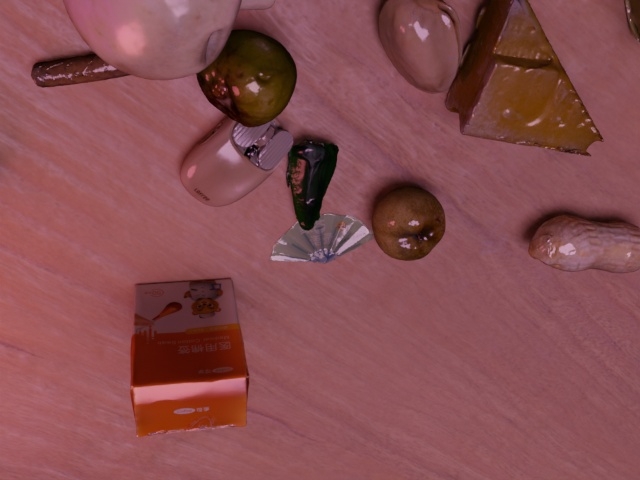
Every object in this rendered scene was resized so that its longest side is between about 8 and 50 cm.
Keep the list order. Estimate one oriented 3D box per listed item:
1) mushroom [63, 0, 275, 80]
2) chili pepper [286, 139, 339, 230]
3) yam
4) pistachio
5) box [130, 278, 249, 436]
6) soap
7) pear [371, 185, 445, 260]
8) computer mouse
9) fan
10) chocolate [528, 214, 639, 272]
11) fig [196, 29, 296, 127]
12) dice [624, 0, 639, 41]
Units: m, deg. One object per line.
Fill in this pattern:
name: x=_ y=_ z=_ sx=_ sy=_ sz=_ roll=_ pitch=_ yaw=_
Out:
mushroom: x=-0.238 y=-0.445 z=1.205 sx=0.353 sy=0.353 sz=0.325 roll=-13 pitch=139 yaw=-4
chili pepper: x=-0.016 y=-0.118 z=1.606 sx=0.108 sy=0.062 sz=0.216 roll=-2 pitch=124 yaw=-11
yam: x=-0.398 y=-0.317 z=1.398 sx=0.241 sy=0.056 sz=0.056 roll=-9 pitch=123 yaw=-5
pistachio: x=0.195 y=-0.380 z=1.454 sx=0.152 sy=0.126 sz=0.223 roll=-8 pitch=136 yaw=34
box: x=-0.275 y=0.235 z=1.601 sx=0.225 sy=0.341 sz=0.143 roll=-4 pitch=121 yaw=-10
soap: x=0.457 y=-0.339 z=1.510 sx=0.339 sy=0.169 sz=0.304 roll=6 pitch=130 yaw=-17
pear: x=0.189 y=-0.034 z=1.657 sx=0.167 sy=0.136 sz=0.167 roll=-17 pitch=128 yaw=-23
computer mouse: x=-0.170 y=-0.162 z=1.532 sx=0.236 sy=0.082 sz=0.145 roll=-37 pitch=121 yaw=13
fan: x=0.000 y=0.000 z=1.715 sx=0.240 sy=0.009 sz=0.131 roll=-13 pitch=121 yaw=-4
chocolate: x=0.629 y=0.009 z=1.792 sx=0.309 sy=0.134 sz=0.134 roll=1 pitch=121 yaw=-16
fig: x=-0.124 y=-0.297 z=1.397 sx=0.181 sy=0.191 sz=0.181 roll=17 pitch=127 yaw=25
dice: x=0.723 y=-0.472 z=1.441 sx=0.227 sy=0.238 sz=0.233 roll=-18 pitch=124 yaw=1
